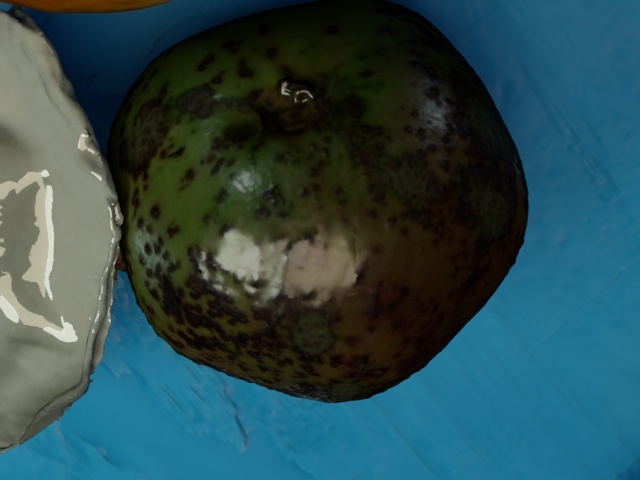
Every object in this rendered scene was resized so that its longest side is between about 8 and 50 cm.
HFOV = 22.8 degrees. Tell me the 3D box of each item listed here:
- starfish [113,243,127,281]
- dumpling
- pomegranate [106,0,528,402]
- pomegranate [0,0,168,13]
[{"bbox_3d":[-0.153,0.012,1.211,0.133,0.041,0.130,31,116,-14],"label":"starfish"},{"bbox_3d":[-0.257,0.019,1.105,0.341,0.181,0.260,-34,76,12],"label":"dumpling"},{"bbox_3d":[0.000,0.000,1.105,0.285,0.285,0.340,-2,149,2],"label":"pomegranate"},{"bbox_3d":[-0.118,-0.321,0.878,0.410,0.410,0.410,0,118,1],"label":"pomegranate"}]
